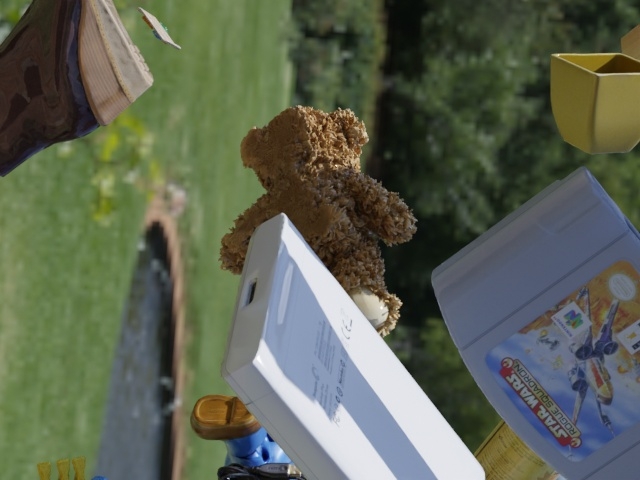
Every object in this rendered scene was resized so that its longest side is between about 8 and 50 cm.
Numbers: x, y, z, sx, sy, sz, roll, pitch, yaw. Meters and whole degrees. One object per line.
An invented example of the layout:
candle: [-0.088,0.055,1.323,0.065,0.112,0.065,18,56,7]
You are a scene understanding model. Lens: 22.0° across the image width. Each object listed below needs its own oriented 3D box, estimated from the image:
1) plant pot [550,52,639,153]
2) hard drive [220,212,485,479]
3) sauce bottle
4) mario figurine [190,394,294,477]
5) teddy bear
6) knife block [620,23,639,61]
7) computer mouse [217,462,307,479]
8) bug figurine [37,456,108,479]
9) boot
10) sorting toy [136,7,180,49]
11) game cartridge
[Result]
plant pot: [0.265,-0.127,1.554,0.081,0.081,0.083,-141,-128,-58]
hard drive: [0.041,0.170,1.504,0.353,0.047,0.233,52,23,-24]
sauce bottle: [0.322,0.233,2.218,0.344,0.111,0.111,-55,-164,32]
mario figurine: [-0.090,0.277,1.916,0.170,0.198,0.321,45,-26,47]
teddy bear: [0.000,0.000,1.972,0.113,0.245,0.338,34,20,-48]
knife block: [0.472,-0.270,1.852,0.276,0.088,0.242,-129,-128,-58]
computer mouse: [-0.055,0.338,1.805,0.042,0.106,0.193,76,11,-88]
bug figurine: [-0.262,0.333,1.456,0.072,0.216,0.279,168,-81,-73]
boot: [-0.320,-0.218,1.797,0.248,0.207,0.090,63,7,7]
sorting toy: [-0.204,-0.265,2.095,0.012,0.062,0.083,-42,170,6]
game cartridge: [0.244,0.101,1.477,0.297,0.198,0.062,49,10,-17]
